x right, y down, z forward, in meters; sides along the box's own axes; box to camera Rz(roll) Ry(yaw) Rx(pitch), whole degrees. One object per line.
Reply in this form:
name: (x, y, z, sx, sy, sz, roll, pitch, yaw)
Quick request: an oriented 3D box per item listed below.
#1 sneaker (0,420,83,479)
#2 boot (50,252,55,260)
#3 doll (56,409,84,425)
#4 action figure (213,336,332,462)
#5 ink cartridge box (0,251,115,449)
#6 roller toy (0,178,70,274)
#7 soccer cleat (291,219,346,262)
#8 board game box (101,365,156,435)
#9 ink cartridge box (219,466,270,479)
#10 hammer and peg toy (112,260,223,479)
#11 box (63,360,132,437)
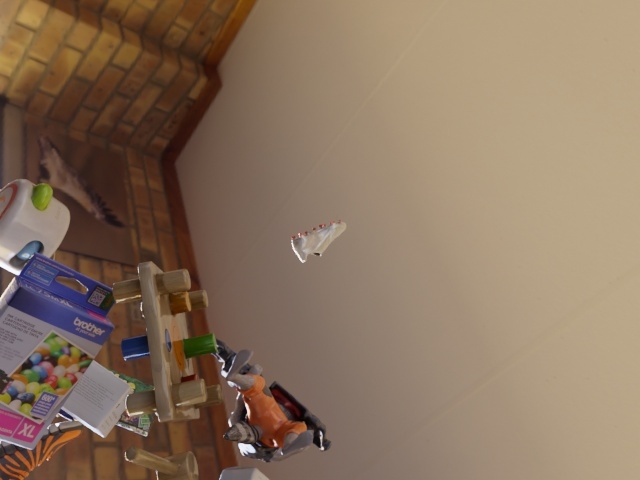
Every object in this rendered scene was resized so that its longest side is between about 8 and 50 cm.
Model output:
sneaker: (-0.759, 0.587, 1.637, 0.124, 0.321, 0.180, -27, -101, 55)
boot: (-0.712, 0.072, 1.628, 0.137, 0.076, 0.198, 12, -84, 59)
doll: (-0.676, 0.499, 1.824, 0.188, 0.129, 0.046, 4, -73, 27)
action figure: (-0.144, 0.331, 1.252, 0.341, 0.330, 0.178, 36, -116, 14)
ink cartridge box: (-0.497, 0.194, 1.104, 0.065, 0.185, 0.311, 25, -99, 53)
roller toy: (-0.670, -0.026, 1.438, 0.209, 0.146, 0.191, -1, -123, 43)
soccer cleat: (0.000, 0.000, 1.713, 0.068, 0.196, 0.076, -14, -83, 47)
board game box: (-0.558, 0.417, 1.709, 0.136, 0.259, 0.030, -74, -172, -51)
ink cartridge box: (-0.119, 0.665, 1.163, 0.091, 0.308, 0.385, -15, -143, 29)
hammer and peg toy: (-0.245, 0.232, 1.082, 0.266, 0.127, 0.362, 92, -13, -74)
box: (-0.545, 0.353, 1.487, 0.119, 0.181, 0.181, -56, 177, -25)
